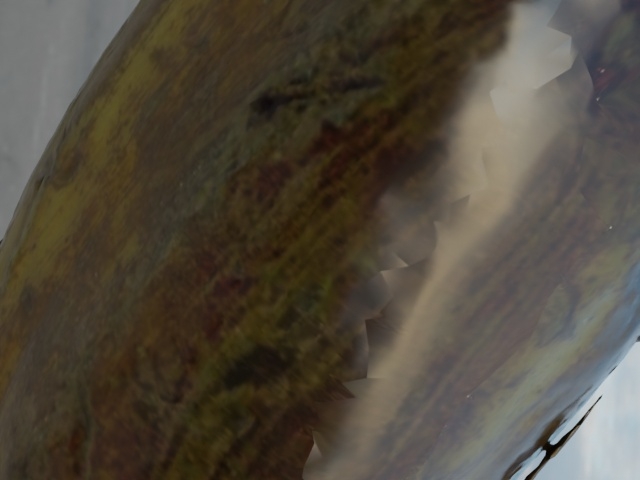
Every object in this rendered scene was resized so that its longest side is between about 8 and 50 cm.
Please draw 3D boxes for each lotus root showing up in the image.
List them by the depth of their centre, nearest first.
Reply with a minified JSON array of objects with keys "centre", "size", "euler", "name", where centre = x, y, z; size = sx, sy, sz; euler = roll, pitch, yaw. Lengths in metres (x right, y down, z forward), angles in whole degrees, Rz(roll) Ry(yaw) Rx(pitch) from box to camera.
[{"centre":[0.000,0.000,0.513],"size":[0.397,0.196,0.179],"euler":[-51,150,17],"name":"lotus root"}]
